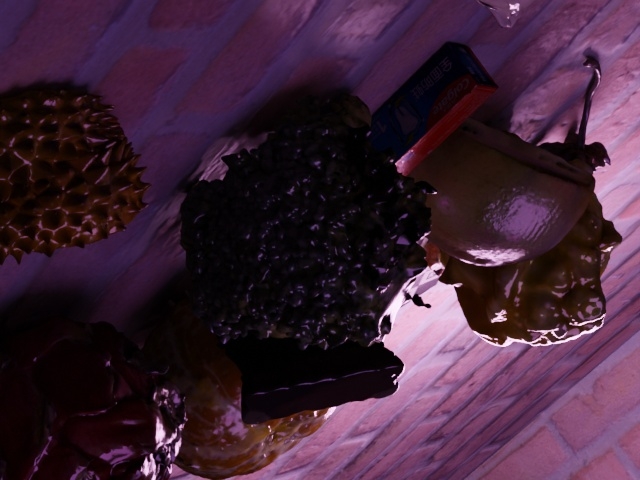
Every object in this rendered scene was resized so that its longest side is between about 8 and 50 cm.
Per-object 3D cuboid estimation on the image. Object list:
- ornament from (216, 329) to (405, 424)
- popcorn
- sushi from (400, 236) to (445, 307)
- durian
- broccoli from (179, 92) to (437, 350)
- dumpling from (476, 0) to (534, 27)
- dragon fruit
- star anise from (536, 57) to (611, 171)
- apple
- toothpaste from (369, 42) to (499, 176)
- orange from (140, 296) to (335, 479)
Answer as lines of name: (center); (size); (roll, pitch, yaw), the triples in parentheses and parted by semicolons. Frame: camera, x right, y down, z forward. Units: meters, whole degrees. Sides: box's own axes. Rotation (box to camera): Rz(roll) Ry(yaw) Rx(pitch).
ornament: (-0.023, 0.101, 2.083); (0.251, 0.260, 0.106); (-11, 147, -12)
popcorn: (0.311, -0.002, 2.372); (0.274, 0.335, 0.279); (-25, 170, 14)
sushi: (0.218, 0.038, 2.649); (0.264, 0.050, 0.290); (-32, 159, -1)
durian: (-0.298, -0.077, 1.613); (0.260, 0.154, 0.186); (-32, 135, -22)
broccoli: (-0.004, 0.010, 1.957); (0.348, 0.293, 0.281); (-40, 167, 24)
dumpling: (0.217, -0.328, 1.795); (0.127, 0.108, 0.188); (-54, 142, -7)
dragon fruit: (-0.339, 0.257, 2.008); (0.329, 0.329, 0.329); (-28, 158, -12)
star anise: (0.384, -0.196, 2.416); (0.148, 0.218, 0.227); (-2, 111, 1)
apple: (0.241, -0.051, 2.173); (0.193, 0.265, 0.120); (-63, -168, 12)
toothpaste: (0.095, -0.128, 2.080); (0.320, 0.076, 0.066); (-43, 157, 26)
orange: (-0.117, 0.191, 2.248); (0.329, 0.249, 0.329); (-35, 161, -14)
